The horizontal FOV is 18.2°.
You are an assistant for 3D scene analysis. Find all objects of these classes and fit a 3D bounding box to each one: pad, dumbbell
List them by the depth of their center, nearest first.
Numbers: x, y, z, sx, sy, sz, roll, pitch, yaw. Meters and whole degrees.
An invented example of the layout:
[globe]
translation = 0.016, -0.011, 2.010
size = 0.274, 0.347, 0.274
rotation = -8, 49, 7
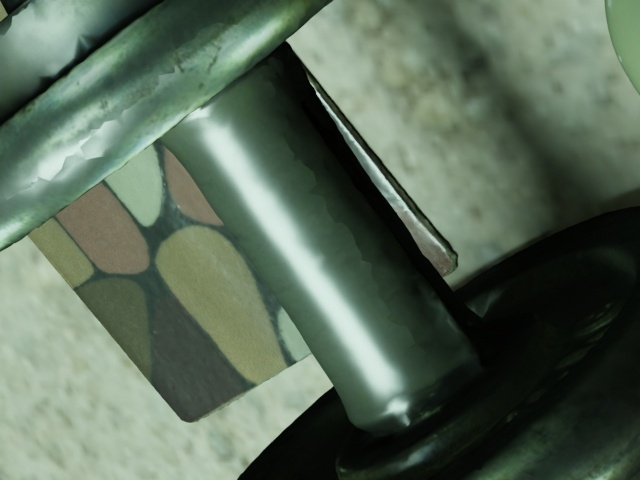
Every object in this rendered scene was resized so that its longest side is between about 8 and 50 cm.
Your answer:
[dumbbell]
translation = 0.000, 0.000, 0.581
size = 0.192, 0.192, 0.290
rotation = -29, 101, 39
[pad]
translation = -0.074, -0.049, 0.718
size = 0.158, 0.003, 0.235
rotation = -33, 99, 40

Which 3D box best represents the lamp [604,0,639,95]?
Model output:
[lamp]
translation = 0.101, -0.103, 0.538
size = 0.091, 0.091, 0.163
rotation = -36, 81, 40
